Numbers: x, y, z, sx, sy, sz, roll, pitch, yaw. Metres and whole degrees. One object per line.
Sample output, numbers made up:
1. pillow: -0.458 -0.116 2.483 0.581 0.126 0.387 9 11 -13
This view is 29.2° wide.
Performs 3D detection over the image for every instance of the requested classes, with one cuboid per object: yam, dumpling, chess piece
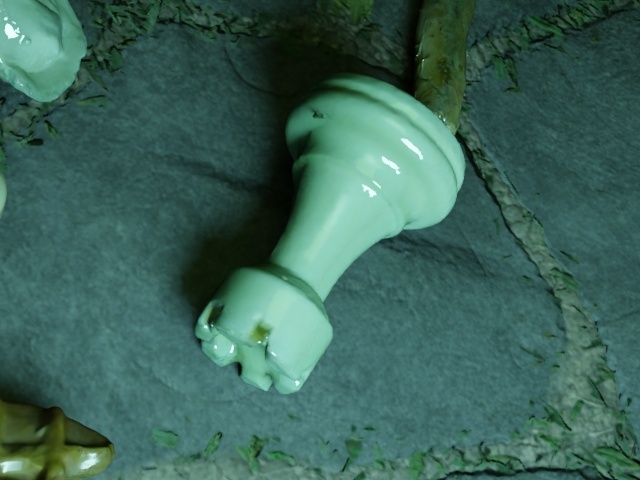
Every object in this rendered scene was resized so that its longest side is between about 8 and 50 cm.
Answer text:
1. yam: 0.147 -0.250 1.470 0.067 0.071 0.317 -2 58 18
2. dumpling: -0.331 -0.233 1.254 0.108 0.152 0.219 -26 90 12
3. chess piece: 0.000 0.000 1.217 0.195 0.194 0.299 33 65 -3

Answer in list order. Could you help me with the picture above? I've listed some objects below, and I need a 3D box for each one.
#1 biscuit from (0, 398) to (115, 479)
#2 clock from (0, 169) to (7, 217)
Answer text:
1. biscuit: -0.300 0.258 0.922 0.268 0.115 0.366 12 35 -14
2. clock: -0.467 -0.053 1.079 0.309 0.114 0.284 -36 87 -31
